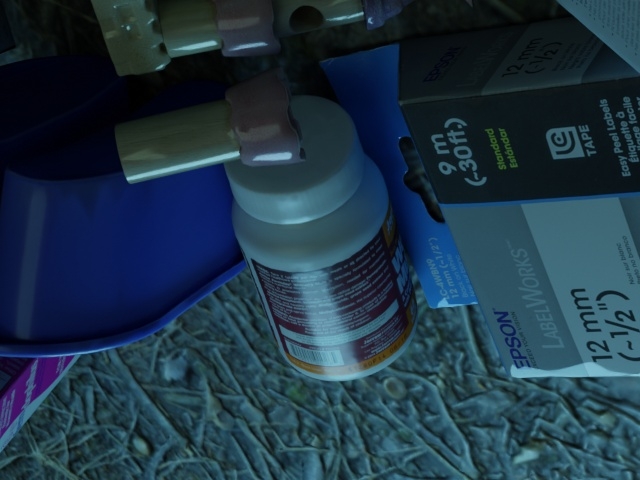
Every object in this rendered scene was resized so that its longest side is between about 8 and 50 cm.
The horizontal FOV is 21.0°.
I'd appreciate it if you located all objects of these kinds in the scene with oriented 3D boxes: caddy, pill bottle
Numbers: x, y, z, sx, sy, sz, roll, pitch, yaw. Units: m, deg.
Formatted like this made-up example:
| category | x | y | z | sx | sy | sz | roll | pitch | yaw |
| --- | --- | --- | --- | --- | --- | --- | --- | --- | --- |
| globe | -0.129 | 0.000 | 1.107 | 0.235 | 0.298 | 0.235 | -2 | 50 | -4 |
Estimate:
| category | x | y | z | sx | sy | sz | roll | pitch | yaw |
| --- | --- | --- | --- | --- | --- | --- | --- | --- | --- |
| caddy | -0.194 | -0.017 | 1.334 | 0.241 | 0.341 | 0.179 | 14 | 114 | 23 |
| pill bottle | 0.000 | 0.000 | 1.333 | 0.121 | 0.121 | 0.221 | 12 | 144 | 24 |

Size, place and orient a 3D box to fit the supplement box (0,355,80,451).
| category | x | y | z | sx | sy | sz | roll | pitch | yaw |
| --- | --- | --- | --- | --- | --- | --- | --- | --- | --- |
| supplement box | -0.309 | 0.110 | 1.580 | 0.114 | 0.220 | 0.111 | 29 | 137 | 8 |

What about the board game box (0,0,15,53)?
| category | x | y | z | sx | sy | sz | roll | pitch | yaw |
| --- | --- | --- | --- | --- | --- | --- | --- | --- | --- |
| board game box | -0.269 | -0.258 | 1.169 | 0.027 | 0.145 | 0.281 | -15 | 100 | 1 |

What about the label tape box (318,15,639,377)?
| category | x | y | z | sx | sy | sz | roll | pitch | yaw |
| --- | --- | --- | --- | --- | --- | --- | --- | --- | --- |
| label tape box | 0.168 | -0.026 | 1.240 | 0.348 | 0.115 | 0.249 | -5 | 123 | 34 |

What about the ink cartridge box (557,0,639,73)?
| category | x | y | z | sx | sy | sz | roll | pitch | yaw |
| --- | --- | --- | --- | --- | --- | --- | --- | --- | --- |
| ink cartridge box | 0.177 | -0.268 | 0.988 | 0.330 | 0.071 | 0.324 | -126 | 23 | -47 |

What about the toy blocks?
| category | x | y | z | sx | sy | sz | roll | pitch | yaw |
| --- | --- | --- | --- | --- | --- | --- | --- | --- | --- |
| toy blocks | -0.044 | -0.247 | 1.150 | 0.260 | 0.309 | 0.288 | -13 | 137 | 2 |
